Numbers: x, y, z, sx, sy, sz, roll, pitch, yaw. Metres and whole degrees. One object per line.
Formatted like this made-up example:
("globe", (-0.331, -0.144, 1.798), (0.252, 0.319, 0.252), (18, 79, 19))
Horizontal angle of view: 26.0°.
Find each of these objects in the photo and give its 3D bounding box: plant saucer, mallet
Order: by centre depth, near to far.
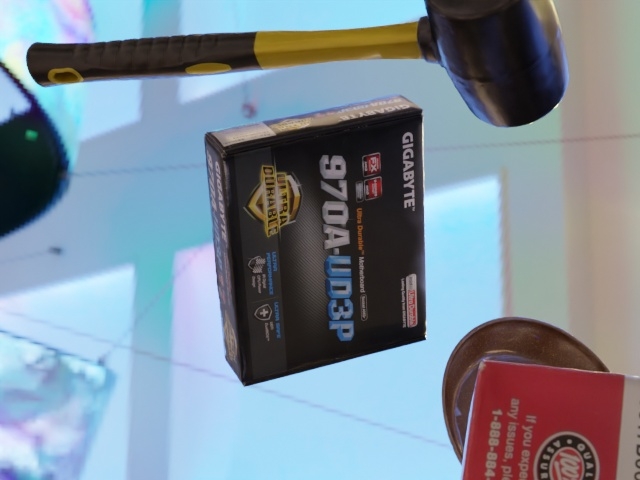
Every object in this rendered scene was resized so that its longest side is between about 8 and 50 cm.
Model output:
("mallet", (-0.015, -0.069, 0.456), (0.190, 0.062, 0.039), (3, -120, 14))
("plant saucer", (0.185, 0.163, 1.207), (0.036, 0.199, 0.198), (-50, -133, 51))

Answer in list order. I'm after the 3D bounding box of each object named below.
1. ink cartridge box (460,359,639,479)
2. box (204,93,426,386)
("ink cartridge box", (0.212, 0.189, 0.635), (0.306, 0.131, 0.226), (4, -114, 14))
("box", (0.000, 0.000, 1.156), (0.051, 0.175, 0.220), (-133, -145, -56))
